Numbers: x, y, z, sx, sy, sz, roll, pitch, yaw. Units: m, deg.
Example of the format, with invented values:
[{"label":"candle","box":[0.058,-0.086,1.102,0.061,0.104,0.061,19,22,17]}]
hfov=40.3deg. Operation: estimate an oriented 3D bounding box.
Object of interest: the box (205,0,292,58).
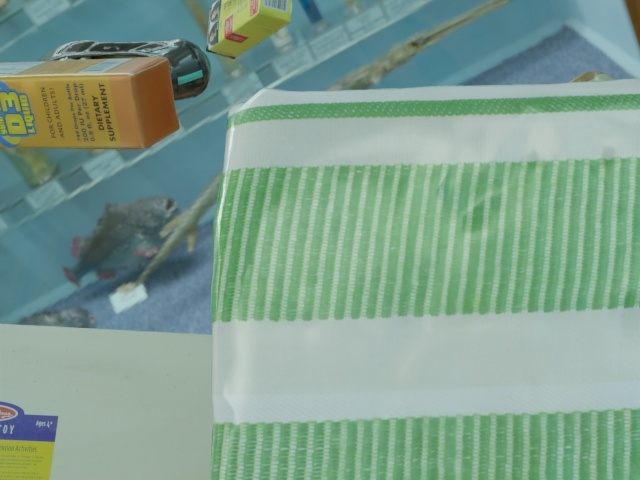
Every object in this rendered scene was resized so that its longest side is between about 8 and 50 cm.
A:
[{"label":"box","box":[-0.116,-0.362,1.393,0.232,0.058,0.087,-4,80,62]}]

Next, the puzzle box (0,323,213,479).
[{"label":"puzzle box","box":[-0.254,0.231,0.969,0.409,0.052,0.272,4,64,-8]}]

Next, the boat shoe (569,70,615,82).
[{"label":"boat shoe","box":[0.525,-0.162,1.437,0.123,0.342,0.123,-41,47,30]}]

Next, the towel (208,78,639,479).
[{"label":"towel","box":[0.069,0.077,0.427,0.248,0.038,0.324,-2,76,-2]}]

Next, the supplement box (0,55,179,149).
[{"label":"supplement box","box":[-0.262,-0.134,0.860,0.234,0.078,0.080,3,25,21]}]

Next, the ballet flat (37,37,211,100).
[{"label":"ballet flat","box":[-0.266,-0.195,1.055,0.281,0.095,0.096,-4,26,28]}]
